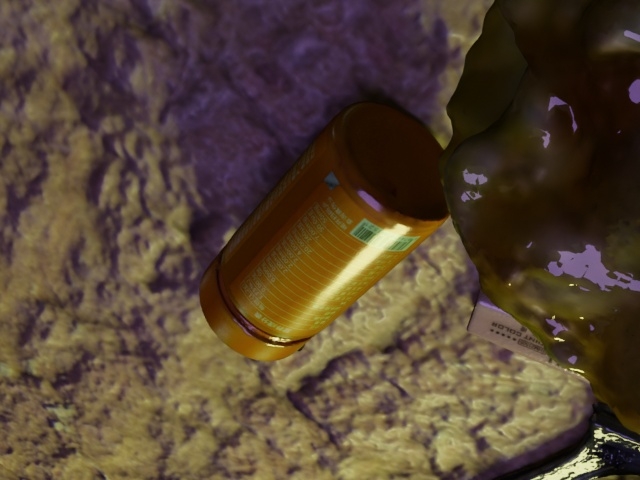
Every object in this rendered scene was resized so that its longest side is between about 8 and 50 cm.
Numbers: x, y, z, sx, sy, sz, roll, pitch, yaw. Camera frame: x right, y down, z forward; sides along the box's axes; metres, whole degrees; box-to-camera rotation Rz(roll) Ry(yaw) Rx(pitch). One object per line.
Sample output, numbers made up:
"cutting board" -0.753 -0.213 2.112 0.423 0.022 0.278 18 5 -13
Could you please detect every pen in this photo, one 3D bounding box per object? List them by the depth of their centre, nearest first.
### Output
"pen" 0.200 0.081 0.642 0.197 0.032 0.053 19 132 12

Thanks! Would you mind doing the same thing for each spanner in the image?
"spanner" 0.182 0.200 0.755 0.093 0.026 0.325 39 134 -10

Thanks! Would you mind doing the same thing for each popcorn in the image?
"popcorn" 0.190 -0.052 0.400 0.282 0.247 0.282 12 120 21

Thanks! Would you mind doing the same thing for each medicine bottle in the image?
"medicine bottle" 0.000 0.000 0.624 0.096 0.096 0.192 37 133 -7
